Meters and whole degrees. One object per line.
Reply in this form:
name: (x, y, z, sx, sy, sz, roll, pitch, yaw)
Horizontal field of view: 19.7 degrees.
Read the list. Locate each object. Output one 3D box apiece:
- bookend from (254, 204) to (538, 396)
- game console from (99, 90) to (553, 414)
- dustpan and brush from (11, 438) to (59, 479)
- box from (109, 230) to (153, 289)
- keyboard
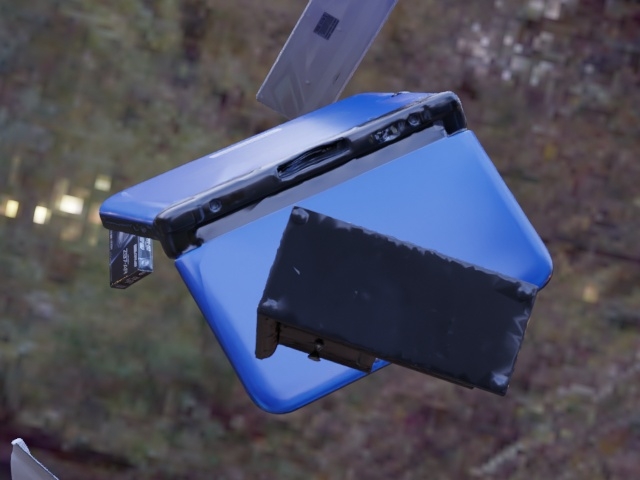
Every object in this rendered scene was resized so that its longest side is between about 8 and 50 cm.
bookend: (0.042, 0.052, 1.168, 0.156, 0.072, 0.157, 19, -13, 1)
game console: (0.000, 0.000, 1.561, 0.293, 0.173, 0.250, -23, 14, -23)
dustpan and brush: (-0.176, 0.238, 1.422, 0.147, 0.211, 0.060, 38, 51, 17)
box: (-0.201, 0.003, 1.950, 0.018, 0.083, 0.067, 9, -22, -31)
keyboard: (0.015, -0.201, 1.763, 0.072, 0.014, 0.256, 33, -46, 0)
